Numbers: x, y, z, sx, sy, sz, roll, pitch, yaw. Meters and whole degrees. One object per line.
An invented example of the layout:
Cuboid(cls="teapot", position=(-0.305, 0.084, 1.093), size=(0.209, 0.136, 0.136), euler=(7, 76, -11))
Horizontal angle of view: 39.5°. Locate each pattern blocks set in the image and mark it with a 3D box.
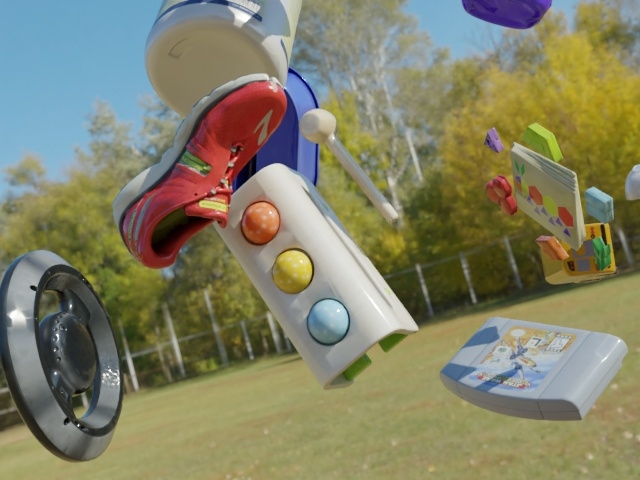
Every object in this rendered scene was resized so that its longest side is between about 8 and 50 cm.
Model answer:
Cuboid(cls="pattern blocks set", position=(0.393, -0.081, 1.550), size=(0.026, 0.325, 0.285), euler=(-29, -40, -13))

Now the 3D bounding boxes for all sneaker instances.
Cuboid(cls="sneaker", position=(-0.128, -0.073, 1.064), size=(0.279, 0.118, 0.107), euler=(-47, -40, 15))

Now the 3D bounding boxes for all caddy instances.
Cuboid(cls="caddy", position=(-0.127, -0.193, 1.809), size=(0.241, 0.341, 0.179), euler=(6, 14, 13))

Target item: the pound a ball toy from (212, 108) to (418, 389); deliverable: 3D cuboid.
Cuboid(cls="pound a ball toy", position=(0.000, 0.000, 1.133), size=(0.208, 0.319, 0.136), euler=(-41, -21, 15))

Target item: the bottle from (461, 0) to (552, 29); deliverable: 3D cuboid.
Cuboid(cls="bottle", position=(0.265, -0.416, 1.148), size=(0.118, 0.282, 0.092), euler=(17, -14, 1))

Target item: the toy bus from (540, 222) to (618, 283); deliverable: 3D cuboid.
Cuboid(cls="toy bus", position=(0.570, 0.036, 1.971), size=(0.130, 0.108, 0.332), euler=(-8, -7, 5))

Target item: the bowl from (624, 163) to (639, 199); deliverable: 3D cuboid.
Cuboid(cls="bowl", position=(0.648, -0.125, 1.696), size=(0.142, 0.053, 0.142), euler=(-16, 6, 24))

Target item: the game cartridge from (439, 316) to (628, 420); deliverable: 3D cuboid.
Cuboid(cls="game cartridge", position=(0.363, 0.225, 1.575), size=(0.198, 0.062, 0.297), euler=(-37, 26, -33))

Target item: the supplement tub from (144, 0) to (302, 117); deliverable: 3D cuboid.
Cuboid(cls="supplement tub", position=(-0.156, -0.379, 1.533), size=(0.235, 0.324, 0.235), euler=(4, -42, 4))

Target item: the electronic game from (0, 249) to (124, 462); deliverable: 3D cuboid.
Cuboid(cls="electronic game", position=(-0.272, 0.121, 0.946), size=(0.048, 0.229, 0.229), euler=(-17, -6, 10))
